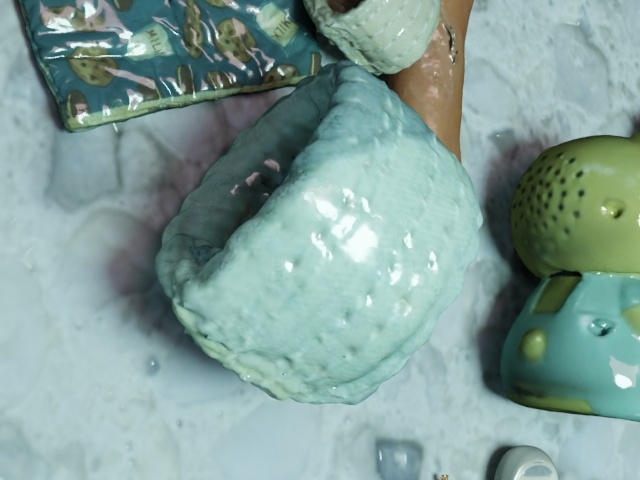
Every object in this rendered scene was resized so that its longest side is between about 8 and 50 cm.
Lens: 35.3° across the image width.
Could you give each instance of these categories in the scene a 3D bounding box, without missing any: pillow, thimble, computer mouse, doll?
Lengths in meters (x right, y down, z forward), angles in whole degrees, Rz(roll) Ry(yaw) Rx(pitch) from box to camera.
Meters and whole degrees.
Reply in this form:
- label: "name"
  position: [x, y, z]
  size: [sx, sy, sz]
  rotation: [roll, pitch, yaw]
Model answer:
- label: "pillow"
  position: [-0.121, -0.200, 0.828]
  size: [0.255, 0.034, 0.189]
  rotation: [-17, 89, -29]
- label: "thimble"
  position: [0.000, 0.000, 0.764]
  size: [0.172, 0.205, 0.250]
  rotation: [44, 64, -21]
- label: "computer mouse"
  position: [0.186, 0.238, 0.931]
  size: [0.066, 0.039, 0.096]
  rotation: [7, 87, -28]
- label: "doll"
  position: [0.253, 0.030, 0.924]
  size: [0.161, 0.177, 0.261]
  rotation: [11, 81, -28]
- label: "thimble"
  position: [0.046, -0.209, 0.870]
  size: [0.090, 0.102, 0.115]
  rotation: [36, 59, -45]

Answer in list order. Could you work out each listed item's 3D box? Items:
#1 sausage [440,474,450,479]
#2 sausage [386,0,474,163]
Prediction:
- label: "sausage"
  position: [0.118, 0.262, 0.891]
  size: [0.031, 0.031, 0.107]
  rotation: [-4, 85, -30]
- label: "sausage"
  position: [0.103, -0.153, 0.920]
  size: [0.087, 0.079, 0.327]
  rotation: [10, 76, -17]
